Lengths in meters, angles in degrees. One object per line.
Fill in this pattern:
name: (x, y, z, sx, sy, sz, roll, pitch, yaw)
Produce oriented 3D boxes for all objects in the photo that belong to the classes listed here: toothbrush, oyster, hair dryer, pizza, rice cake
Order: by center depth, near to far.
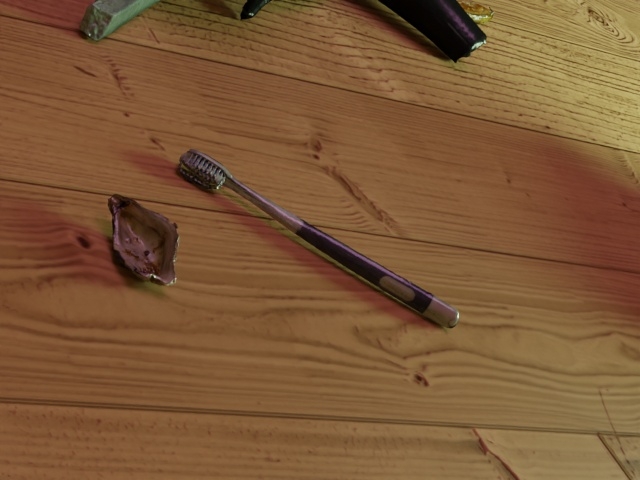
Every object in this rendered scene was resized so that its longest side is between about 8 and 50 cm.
oyster: (-0.140, 0.002, 1.419, 0.051, 0.034, 0.093, 3, 49, -20)
toothbrush: (0.000, 0.000, 1.583, 0.288, 0.024, 0.026, 31, 28, -6)
rice cake: (-0.190, -0.231, 1.739, 0.029, 0.033, 0.171, 34, 27, 3)
hair dryer: (0.019, -0.281, 2.027, 0.304, 0.120, 0.359, 50, 38, 0)
pizza: (0.193, -0.291, 2.281, 0.083, 0.016, 0.037, -4, 46, -45)
